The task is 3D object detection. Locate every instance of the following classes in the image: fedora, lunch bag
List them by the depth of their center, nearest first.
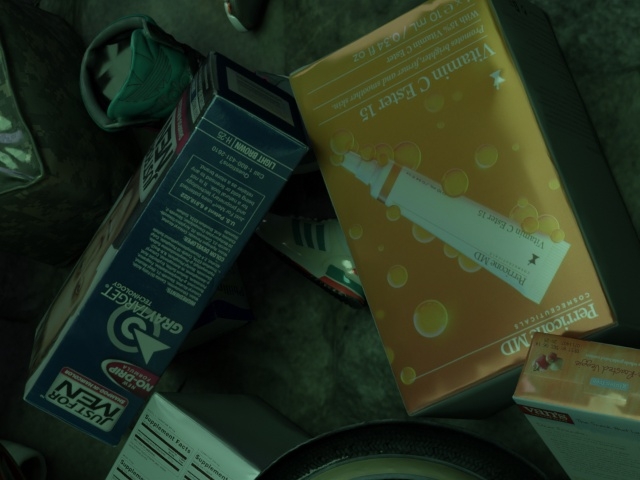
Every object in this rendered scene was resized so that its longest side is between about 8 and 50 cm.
[{"bbox_3d":[0.078,0.318,1.516,0.334,0.152,0.334,-1,108,-3],"label":"fedora"},{"bbox_3d":[-0.325,-0.140,1.828,0.169,0.235,0.287,-25,72,19],"label":"lunch bag"}]

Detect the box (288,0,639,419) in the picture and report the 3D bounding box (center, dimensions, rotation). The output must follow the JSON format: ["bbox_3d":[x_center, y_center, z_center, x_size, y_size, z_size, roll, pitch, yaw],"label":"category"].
[{"bbox_3d":[0.146,-0.034,1.598,0.215,0.168,0.345,-27,72,23],"label":"box"}]

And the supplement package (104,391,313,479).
[{"bbox_3d":[-0.107,0.270,1.685,0.149,0.194,0.203,34,100,27],"label":"supplement package"}]

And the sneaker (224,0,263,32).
[{"bbox_3d":[-0.060,-0.293,1.805,0.065,0.061,0.158,7,88,23],"label":"sneaker"}]

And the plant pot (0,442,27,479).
[{"bbox_3d":[-0.368,0.295,1.716,0.174,0.191,0.191,-27,70,-2],"label":"plant pot"}]

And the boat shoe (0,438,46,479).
[{"bbox_3d":[-0.347,0.395,1.850,0.156,0.136,0.367,3,76,25],"label":"boat shoe"}]

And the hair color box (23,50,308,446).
[{"bbox_3d":[-0.150,0.005,1.654,0.105,0.174,0.347,30,104,-14],"label":"hair color box"}]

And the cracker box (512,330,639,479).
[{"bbox_3d":[0.273,0.163,1.467,0.156,0.232,0.067,9,67,29],"label":"cracker box"}]

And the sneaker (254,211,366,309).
[{"bbox_3d":[0.000,0.000,1.746,0.161,0.057,0.075,35,84,29],"label":"sneaker"}]

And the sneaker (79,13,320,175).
[{"bbox_3d":[-0.128,-0.149,1.755,0.296,0.178,0.123,16,92,29],"label":"sneaker"}]

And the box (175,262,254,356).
[{"bbox_3d":[-0.155,0.043,1.808,0.126,0.072,0.137,-26,73,24],"label":"box"}]
